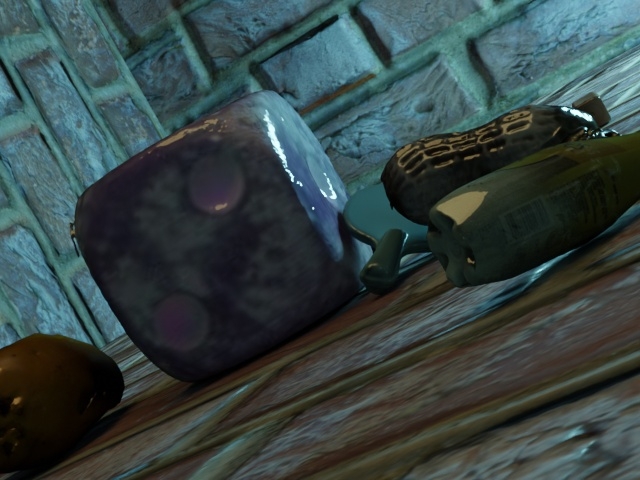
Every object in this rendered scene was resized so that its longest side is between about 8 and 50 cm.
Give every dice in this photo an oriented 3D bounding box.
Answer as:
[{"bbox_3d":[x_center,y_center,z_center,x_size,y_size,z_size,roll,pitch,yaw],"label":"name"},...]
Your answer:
[{"bbox_3d":[-0.111,-0.006,1.627,0.271,0.270,0.270,-29,3,13],"label":"dice"}]

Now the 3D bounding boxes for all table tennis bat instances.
[{"bbox_3d":[0.091,-0.008,1.546,0.149,0.038,0.237,10,30,11],"label":"table tennis bat"}]

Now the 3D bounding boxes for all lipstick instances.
[{"bbox_3d":[0.404,-0.193,2.019,0.045,0.045,0.145,-31,4,12],"label":"lipstick"}]

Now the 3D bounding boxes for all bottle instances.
[{"bbox_3d":[0.211,-0.043,1.078,0.269,0.083,0.083,-24,1,-21],"label":"bottle"}]

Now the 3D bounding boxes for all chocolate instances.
[{"bbox_3d":[0.187,-0.082,1.496,0.248,0.110,0.110,-19,6,19],"label":"chocolate"}]

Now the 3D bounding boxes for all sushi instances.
[{"bbox_3d":[0.264,-0.077,1.386,0.084,0.056,0.083,-29,10,-17],"label":"sushi"}]

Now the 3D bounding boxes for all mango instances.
[{"bbox_3d":[-0.364,0.202,1.712,0.201,0.153,0.287,-38,1,2],"label":"mango"}]

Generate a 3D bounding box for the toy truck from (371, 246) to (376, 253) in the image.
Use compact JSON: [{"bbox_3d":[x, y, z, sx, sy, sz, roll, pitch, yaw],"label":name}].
[{"bbox_3d":[0.000,0.000,1.939,0.165,0.147,0.224,-5,-9,-22],"label":"toy truck"}]
